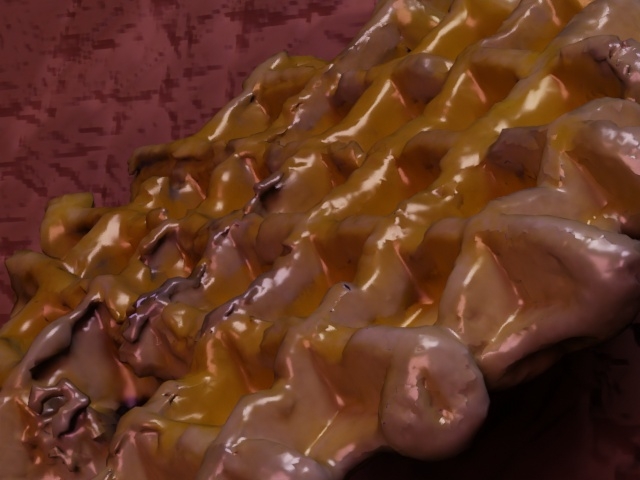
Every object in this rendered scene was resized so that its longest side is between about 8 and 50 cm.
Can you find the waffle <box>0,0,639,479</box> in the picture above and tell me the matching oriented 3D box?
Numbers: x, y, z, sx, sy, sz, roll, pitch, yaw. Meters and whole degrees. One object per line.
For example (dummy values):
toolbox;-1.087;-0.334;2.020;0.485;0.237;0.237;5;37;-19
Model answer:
waffle;0.001;0.002;0.561;0.250;0.056;0.261;-26;22;16
